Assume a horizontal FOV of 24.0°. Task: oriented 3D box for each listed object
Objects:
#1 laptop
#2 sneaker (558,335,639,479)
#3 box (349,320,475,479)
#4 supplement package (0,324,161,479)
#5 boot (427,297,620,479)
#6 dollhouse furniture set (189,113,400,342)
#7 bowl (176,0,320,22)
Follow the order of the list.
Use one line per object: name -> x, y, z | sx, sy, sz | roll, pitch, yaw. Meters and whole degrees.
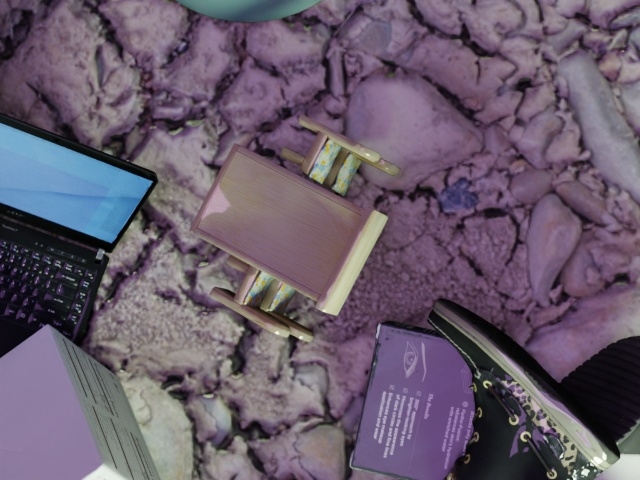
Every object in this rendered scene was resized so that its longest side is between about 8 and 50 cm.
laptop -> -0.332, 0.014, 1.591 | 0.234, 0.136, 0.264 | 21, 85, -17
sneaker -> 0.285, 0.257, 1.559 | 0.146, 0.122, 0.330 | 33, 87, -34
box -> 0.126, 0.177, 1.587 | 0.158, 0.093, 0.156 | 12, 90, 9
supplement package -> -0.321, 0.261, 1.582 | 0.262, 0.145, 0.204 | -36, 50, 7
boot -> 0.156, 0.191, 1.494 | 0.236, 0.085, 0.178 | 43, 102, 15
dollhouse furniture set -> 0.000, 0.000, 1.529 | 0.161, 0.242, 0.212 | 28, 92, 20
bowl -> -0.088, -0.400, 1.595 | 0.311, 0.163, 0.311 | 0, 88, 9
